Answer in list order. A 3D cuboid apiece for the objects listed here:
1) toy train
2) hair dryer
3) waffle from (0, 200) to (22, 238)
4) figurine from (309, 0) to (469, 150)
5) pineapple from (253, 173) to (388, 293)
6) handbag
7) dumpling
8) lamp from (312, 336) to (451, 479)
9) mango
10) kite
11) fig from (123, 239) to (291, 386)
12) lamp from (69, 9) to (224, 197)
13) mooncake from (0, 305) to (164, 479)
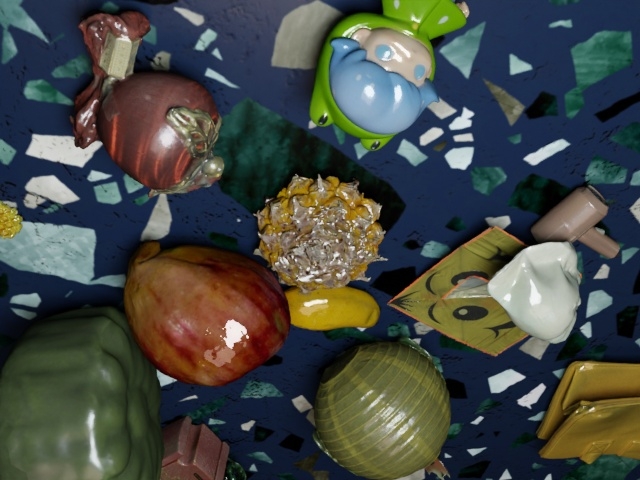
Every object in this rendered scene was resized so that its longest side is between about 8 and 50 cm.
[{"bbox_3d":[-0.309,0.496,1.452,0.304,0.150,0.221,-29,116,18],"label":"toy train"},{"bbox_3d":[0.441,-0.013,1.170,0.182,0.064,0.117,24,124,-33],"label":"hair dryer"},{"bbox_3d":[-0.488,-0.030,1.066,0.085,0.016,0.078,12,127,-17],"label":"waffle"},{"bbox_3d":[0.093,-0.242,0.892,0.162,0.143,0.263,20,108,-31],"label":"figurine"},{"bbox_3d":[0.000,0.000,1.096,0.225,0.076,0.225,-3,119,-5],"label":"pineapple"},{"bbox_3d":[0.658,0.351,1.452,0.401,0.133,0.283,-1,135,-5],"label":"handbag"},{"bbox_3d":[0.357,0.076,1.130,0.151,0.124,0.229,-50,131,1],"label":"dumpling"},{"bbox_3d":[0.128,0.312,1.257,0.284,0.250,0.250,46,115,-3],"label":"lamp"},{"bbox_3d":[0.016,0.111,1.205,0.190,0.075,0.098,9,134,-16],"label":"mango"},{"bbox_3d":[0.279,0.101,1.243,0.327,0.013,0.377,-4,139,6],"label":"kite"},{"bbox_3d":[-0.174,0.111,1.097,0.263,0.224,0.224,16,129,8],"label":"fig"},{"bbox_3d":[-0.217,-0.160,0.905,0.223,0.151,0.215,17,121,-17],"label":"lamp"},{"bbox_3d":[-0.361,0.285,1.126,0.194,0.356,0.356,-6,130,-6],"label":"mooncake"}]
